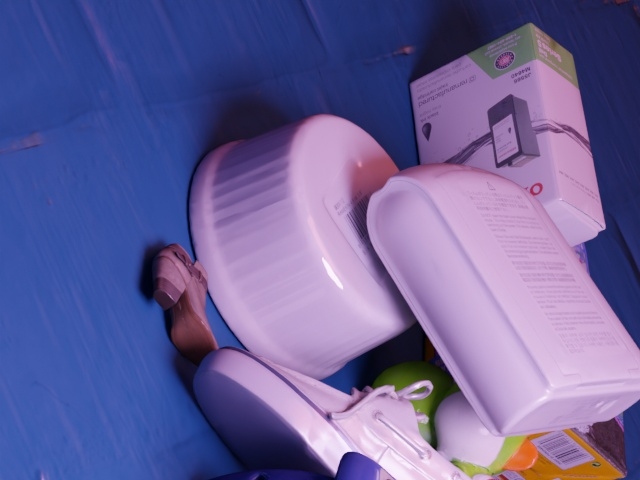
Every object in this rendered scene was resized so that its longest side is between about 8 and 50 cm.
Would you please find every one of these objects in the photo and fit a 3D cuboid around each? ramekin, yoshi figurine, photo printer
[{"bbox_3d":[0.000,0.000,1.806,0.277,0.135,0.277,36,42,-40],"label":"ramekin"},{"bbox_3d":[0.115,0.272,1.809,0.203,0.203,0.362,15,63,-8],"label":"yoshi figurine"},{"bbox_3d":[0.190,0.052,1.771,0.256,0.107,0.307,1,52,-54],"label":"photo printer"}]

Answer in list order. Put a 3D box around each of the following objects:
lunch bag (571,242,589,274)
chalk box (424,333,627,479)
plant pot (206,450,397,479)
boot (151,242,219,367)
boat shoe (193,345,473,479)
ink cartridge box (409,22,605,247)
[{"bbox_3d":[0.296,0.053,2.272,0.176,0.090,0.219,32,44,-42],"label":"lunch bag"},{"bbox_3d":[0.242,0.150,2.037,0.180,0.179,0.289,41,37,-34],"label":"chalk box"},{"bbox_3d":[0.008,0.338,1.495,0.236,0.212,0.236,48,37,-27],"label":"plant pot"},{"bbox_3d":[-0.126,0.060,1.664,0.118,0.042,0.087,60,22,-22],"label":"boot"},{"bbox_3d":[0.054,0.196,1.648,0.367,0.136,0.156,37,56,-2],"label":"boat shoe"},{"bbox_3d":[0.237,-0.111,2.189,0.115,0.198,0.273,29,45,-45],"label":"ink cartridge box"}]
